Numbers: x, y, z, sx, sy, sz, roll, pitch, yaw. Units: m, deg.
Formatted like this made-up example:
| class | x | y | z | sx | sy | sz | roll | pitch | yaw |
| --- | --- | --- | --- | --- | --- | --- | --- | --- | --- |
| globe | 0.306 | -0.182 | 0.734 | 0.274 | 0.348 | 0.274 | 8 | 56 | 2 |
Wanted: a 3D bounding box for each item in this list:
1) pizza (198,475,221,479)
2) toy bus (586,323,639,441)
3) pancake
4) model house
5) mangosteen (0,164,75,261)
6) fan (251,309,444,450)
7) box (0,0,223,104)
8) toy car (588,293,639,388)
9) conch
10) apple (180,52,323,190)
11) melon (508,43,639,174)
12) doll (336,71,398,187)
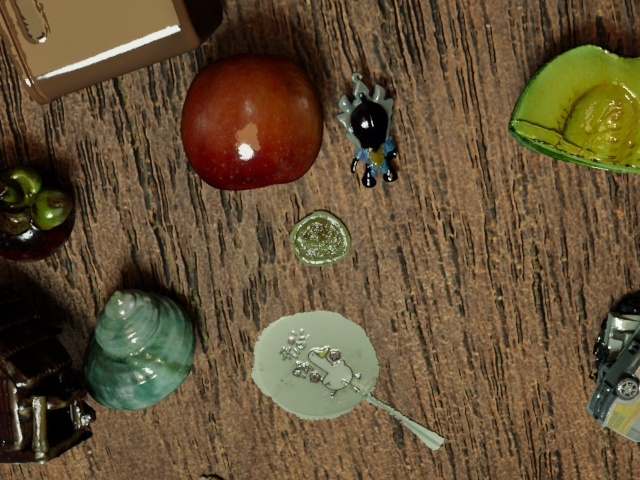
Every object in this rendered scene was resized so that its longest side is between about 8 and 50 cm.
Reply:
| class | x | y | z | sx | sy | sz | roll | pitch | yaw |
| --- | --- | --- | --- | --- | --- | --- | --- | --- | --- |
| pizza | -0.232 | 0.571 | 1.700 | 0.195 | 0.052 | 0.185 | -31 | 104 | 15 |
| toy bus | 0.542 | 0.194 | 1.371 | 0.106 | 0.092 | 0.268 | 31 | 98 | -9 |
| pancake | -0.001 | 0.000 | 1.473 | 0.108 | 0.017 | 0.108 | 1 | 108 | 3 |
| model house | -0.508 | 0.210 | 1.445 | 0.297 | 0.317 | 0.282 | -11 | 91 | 17 |
| mangosteen | -0.483 | -0.045 | 1.396 | 0.173 | 0.184 | 0.172 | 0 | 90 | -38 |
| fan | 0.064 | 0.278 | 1.583 | 0.415 | 0.012 | 0.233 | 32 | 111 | -9 |
| box | -0.288 | -0.360 | 1.175 | 0.230 | 0.339 | 0.239 | -16 | 110 | 6 |
| toy car | 0.631 | 0.202 | 1.467 | 0.301 | 0.118 | 0.193 | 6 | 106 | 4 |
| conch | -0.327 | 0.187 | 1.495 | 0.220 | 0.195 | 0.277 | 26 | 142 | 22 |
| apple | -0.104 | -0.177 | 1.300 | 0.218 | 0.218 | 0.201 | -7 | 89 | 6 |
| melon | 0.428 | -0.205 | 1.318 | 0.265 | 0.129 | 0.169 | 15 | 90 | 0 |
| doll | 0.079 | -0.180 | 1.368 | 0.096 | 0.070 | 0.195 | -18 | 118 | -6 |
